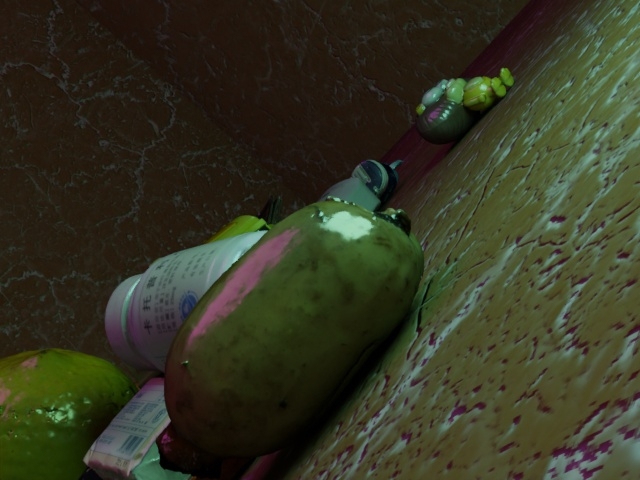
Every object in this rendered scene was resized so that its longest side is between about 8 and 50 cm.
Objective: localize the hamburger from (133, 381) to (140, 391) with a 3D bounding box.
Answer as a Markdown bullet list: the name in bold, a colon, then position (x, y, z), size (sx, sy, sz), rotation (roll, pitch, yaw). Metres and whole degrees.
- **hamburger**: position (-0.435, 0.442, 1.979), size (0.304, 0.174, 0.284), rotation (-42, -9, 2)

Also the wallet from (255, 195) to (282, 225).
- **wallet**: position (-0.134, 0.025, 1.685), size (0.230, 0.042, 0.124), rotation (127, 158, -47)

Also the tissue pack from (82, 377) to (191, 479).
- **tissue pack**: position (-0.188, 0.240, 1.115), size (0.148, 0.092, 0.196), rotation (-50, 19, -25)

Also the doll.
- **doll**: position (0.231, -0.231, 1.507), size (0.188, 0.096, 0.145), rotation (-36, 16, 29)

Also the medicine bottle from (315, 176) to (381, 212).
- **medicine bottle**: position (0.000, 0.000, 1.717), size (0.161, 0.111, 0.296), rotation (-37, 10, 37)

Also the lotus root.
- **lotus root**: position (-0.034, 0.077, 0.761), size (0.284, 0.146, 0.160), rotation (-52, -15, -3)

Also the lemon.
- **lemon**: position (-0.445, 0.358, 1.507), size (0.350, 0.350, 0.387), rotation (-57, -31, -73)

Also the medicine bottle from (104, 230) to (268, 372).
- **medicine bottle**: position (-0.141, 0.090, 1.169), size (0.293, 0.170, 0.170), rotation (-13, 29, 47)

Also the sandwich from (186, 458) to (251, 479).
- **sandwich**: position (-0.097, 0.223, 0.915), size (0.135, 0.029, 0.067), rotation (-45, 9, 39)

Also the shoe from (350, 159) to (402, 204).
- **shoe**: position (0.093, -0.085, 1.887), size (0.106, 0.091, 0.207), rotation (-14, -29, -45)

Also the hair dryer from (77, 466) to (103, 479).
- **hair dryer**: position (-0.203, 0.280, 1.264), size (0.352, 0.107, 0.189), rotation (-43, 5, 3)

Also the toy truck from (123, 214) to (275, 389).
- **toy truck**: position (-0.178, 0.121, 1.472), size (0.180, 0.254, 0.405), rotation (-45, 2, -43)
